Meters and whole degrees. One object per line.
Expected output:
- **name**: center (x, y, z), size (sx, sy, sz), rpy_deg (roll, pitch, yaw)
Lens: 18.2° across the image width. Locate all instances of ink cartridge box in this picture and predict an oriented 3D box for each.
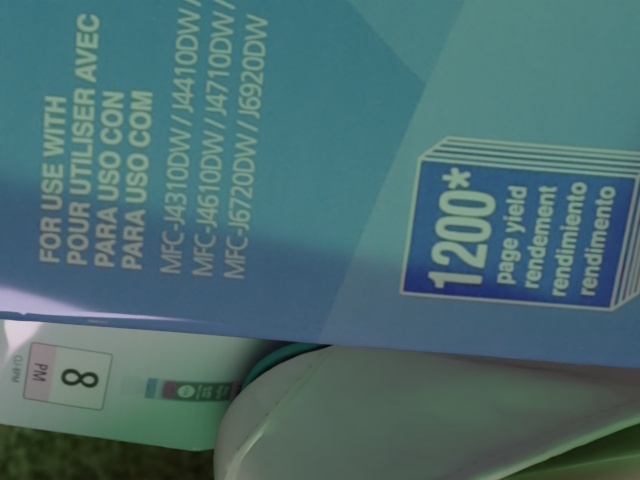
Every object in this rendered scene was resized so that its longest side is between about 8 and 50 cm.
- **ink cartridge box**: center (-0.032, -0.120, 0.526), size (0.395, 0.151, 0.270), rpy_deg (5, 116, -2)
- **ink cartridge box**: center (0.000, 0.000, 0.720), size (0.232, 0.066, 0.189), rpy_deg (11, 129, -4)

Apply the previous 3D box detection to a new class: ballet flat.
- **ballet flat**: center (0.163, 0.078, 0.708), size (0.400, 0.139, 0.139), rpy_deg (-11, 130, -1)
